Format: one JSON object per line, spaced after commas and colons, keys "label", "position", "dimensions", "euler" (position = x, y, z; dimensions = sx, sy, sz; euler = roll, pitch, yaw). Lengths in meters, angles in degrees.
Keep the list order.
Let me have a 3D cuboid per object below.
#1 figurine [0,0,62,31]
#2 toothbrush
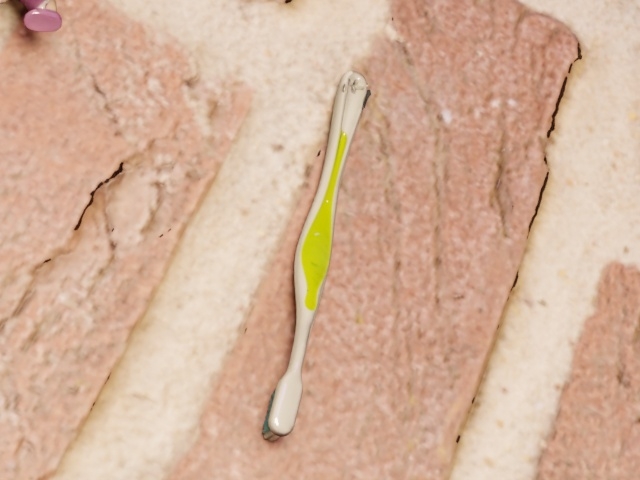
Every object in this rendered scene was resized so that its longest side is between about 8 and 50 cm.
{"label": "figurine", "position": [-0.229, -0.183, 0.956], "dimensions": [0.156, 0.095, 0.115], "euler": [5, 31, -29]}
{"label": "toothbrush", "position": [0.000, 0.000, 0.982], "dimensions": [0.022, 0.026, 0.263], "euler": [23, 58, -16]}
